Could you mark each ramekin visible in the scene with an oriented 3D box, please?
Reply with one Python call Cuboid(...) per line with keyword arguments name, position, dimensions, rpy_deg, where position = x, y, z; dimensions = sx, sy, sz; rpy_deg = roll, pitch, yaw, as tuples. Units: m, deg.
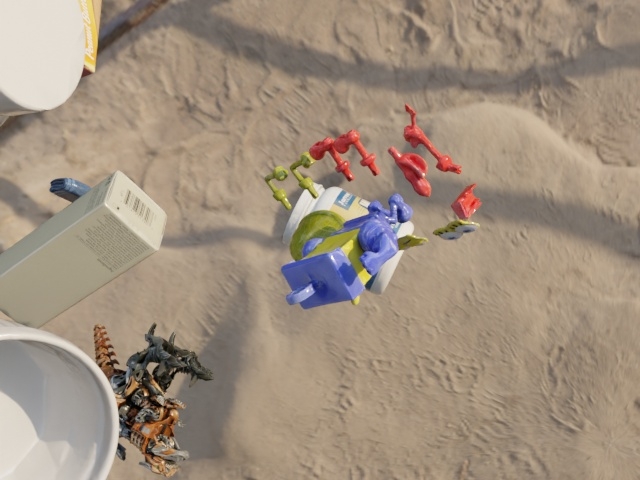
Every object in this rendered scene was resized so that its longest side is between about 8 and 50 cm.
Cuboid(name="ramekin", position=(-0.291, 0.163, 0.687), dimensions=(0.109, 0.207, 0.207), rpy_deg=(17, 82, 49))

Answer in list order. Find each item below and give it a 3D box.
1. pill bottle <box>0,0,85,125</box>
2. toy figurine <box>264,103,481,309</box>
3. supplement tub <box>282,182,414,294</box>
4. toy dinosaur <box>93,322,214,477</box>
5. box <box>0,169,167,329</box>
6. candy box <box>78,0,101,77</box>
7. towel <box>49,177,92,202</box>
Cuboid(name="pill bottle", position=(-0.467, -0.205, 0.835), dimensions=(0.408, 0.229, 0.228), rpy_deg=(-2, 76, 19))
Cuboid(name="toy figurine", position=(0.000, 0.000, 1.026), dimensions=(0.363, 0.191, 0.217), rpy_deg=(-15, 25, 51))
Cuboid(name="supplement tub", position=(0.049, -0.007, 1.415), dimensions=(0.200, 0.144, 0.144), rpy_deg=(26, 86, 5))
Cuboid(name="toy dinosaur", position=(-0.339, 0.278, 1.496), dimensions=(0.218, 0.164, 0.322), rpy_deg=(-43, 84, 2))
Cuboid(name="box", position=(-0.368, 0.020, 1.196), dimensions=(0.275, 0.113, 0.094), rpy_deg=(-29, 32, 21))
Cuboid(name="candy box", position=(-0.437, -0.428, 1.271), dimensions=(0.088, 0.183, 0.316), rpy_deg=(-14, 63, 25))
Cuboid(name="towel", position=(-0.382, -0.071, 1.326), dimensions=(0.067, 0.119, 0.029), rpy_deg=(-2, 65, 47))
